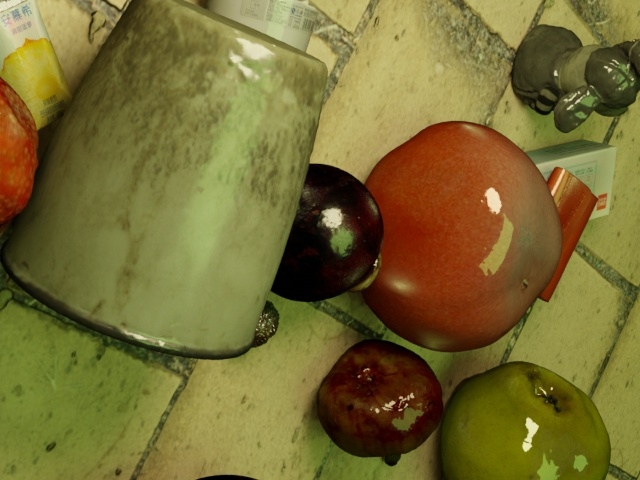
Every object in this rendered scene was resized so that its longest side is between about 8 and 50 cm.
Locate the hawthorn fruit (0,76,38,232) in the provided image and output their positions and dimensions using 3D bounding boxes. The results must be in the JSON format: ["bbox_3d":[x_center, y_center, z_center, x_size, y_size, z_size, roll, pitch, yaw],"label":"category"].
[{"bbox_3d":[-0.402,-0.092,1.007,0.253,0.205,0.205,12,96,-34],"label":"hawthorn fruit"}]

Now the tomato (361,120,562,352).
[{"bbox_3d":[0.215,0.001,1.542,0.342,0.273,0.341,-15,113,-39],"label":"tomato"}]

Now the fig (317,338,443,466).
[{"bbox_3d":[0.085,0.260,1.631,0.190,0.191,0.290,-54,173,-15],"label":"fig"}]

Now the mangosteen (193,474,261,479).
[{"bbox_3d":[-0.154,0.442,1.367,0.297,0.314,0.296,17,90,-86],"label":"mangosteen"}]

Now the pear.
[{"bbox_3d":[0.340,0.383,1.800,0.287,0.287,0.375,-16,129,-38],"label":"pear"}]

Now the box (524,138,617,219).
[{"bbox_3d":[0.401,-0.093,1.816,0.269,0.079,0.135,-15,114,-39],"label":"box"}]

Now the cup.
[{"bbox_3d":[-0.101,-0.234,1.272,0.174,0.134,0.141,12,98,-45],"label":"cup"}]

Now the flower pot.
[{"bbox_3d":[-0.153,-0.080,1.127,0.294,0.294,0.330,10,108,-44],"label":"flower pot"}]

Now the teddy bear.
[{"bbox_3d":[0.415,-0.245,1.688,0.171,0.251,0.144,-46,130,-3],"label":"teddy bear"}]

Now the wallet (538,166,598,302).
[{"bbox_3d":[0.387,-0.007,1.748,0.142,0.045,0.204,30,86,-45],"label":"wallet"}]

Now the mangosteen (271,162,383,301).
[{"bbox_3d":[0.000,0.000,1.408,0.194,0.194,0.230,-62,144,-8],"label":"mangosteen"}]

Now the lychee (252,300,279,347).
[{"bbox_3d":[-0.094,0.113,1.437,0.083,0.068,0.067,-42,110,-45],"label":"lychee"}]

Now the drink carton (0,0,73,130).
[{"bbox_3d":[-0.330,-0.217,1.106,0.084,0.075,0.199,-35,124,-32],"label":"drink carton"}]
